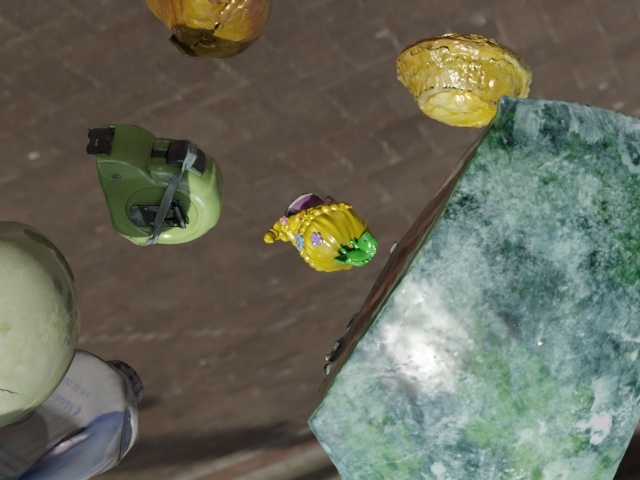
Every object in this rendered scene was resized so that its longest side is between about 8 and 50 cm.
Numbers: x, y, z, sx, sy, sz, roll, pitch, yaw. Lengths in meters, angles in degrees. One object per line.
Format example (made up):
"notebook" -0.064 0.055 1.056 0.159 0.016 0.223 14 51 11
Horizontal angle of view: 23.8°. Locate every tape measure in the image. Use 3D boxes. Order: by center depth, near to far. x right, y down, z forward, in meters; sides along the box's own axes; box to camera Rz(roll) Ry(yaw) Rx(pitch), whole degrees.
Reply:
"tape measure" -0.219 -0.065 2.076 0.175 0.106 0.200 1 138 4

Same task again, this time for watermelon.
"watermelon" 0.132 0.065 1.195 0.228 0.387 0.258 22 -171 -8

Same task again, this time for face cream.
"face cream" -0.382 0.251 1.797 0.420 0.235 0.137 -27 134 -42

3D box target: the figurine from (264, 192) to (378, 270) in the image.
"figurine" 0.000 0.000 1.967 0.115 0.156 0.094 -22 127 -21

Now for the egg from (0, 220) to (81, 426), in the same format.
"egg" -0.363 0.094 1.705 0.187 0.253 0.186 4 149 2

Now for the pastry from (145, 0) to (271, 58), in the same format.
"pastry" -0.193 -0.445 2.346 0.164 0.356 0.356 -24 165 -14

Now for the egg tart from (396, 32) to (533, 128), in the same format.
"egg tart" 0.182 -0.199 1.958 0.191 0.074 0.191 10 159 4
